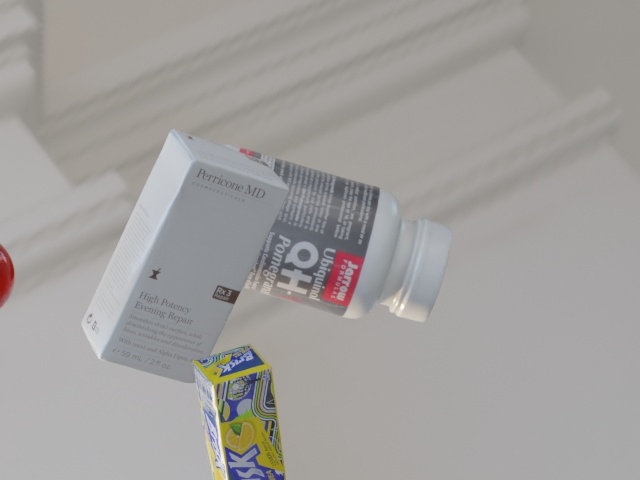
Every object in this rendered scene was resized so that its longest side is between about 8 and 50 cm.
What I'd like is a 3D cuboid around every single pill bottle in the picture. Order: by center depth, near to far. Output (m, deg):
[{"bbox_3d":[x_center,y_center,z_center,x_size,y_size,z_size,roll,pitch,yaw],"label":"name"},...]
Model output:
[{"bbox_3d":[0.000,0.000,2.417,0.176,0.318,0.176,-164,90,-86],"label":"pill bottle"}]

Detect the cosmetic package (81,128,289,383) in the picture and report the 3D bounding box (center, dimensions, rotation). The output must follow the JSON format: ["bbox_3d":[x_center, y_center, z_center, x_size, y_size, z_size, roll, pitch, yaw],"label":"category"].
[{"bbox_3d":[-0.138,0.018,1.886,0.117,0.085,0.231,17,-72,-30],"label":"cosmetic package"}]

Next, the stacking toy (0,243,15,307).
[{"bbox_3d":[-0.371,-0.052,1.820,0.141,0.141,0.330,-31,-46,-17],"label":"stacking toy"}]

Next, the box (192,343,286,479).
[{"bbox_3d":[-0.070,0.183,1.689,0.059,0.054,0.169,-16,-62,-18],"label":"box"}]
